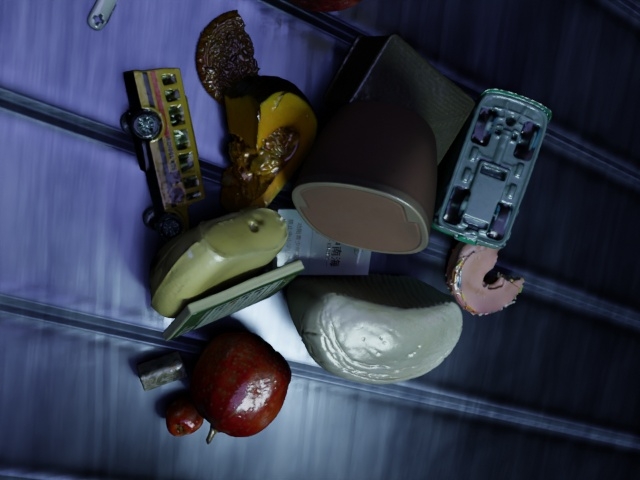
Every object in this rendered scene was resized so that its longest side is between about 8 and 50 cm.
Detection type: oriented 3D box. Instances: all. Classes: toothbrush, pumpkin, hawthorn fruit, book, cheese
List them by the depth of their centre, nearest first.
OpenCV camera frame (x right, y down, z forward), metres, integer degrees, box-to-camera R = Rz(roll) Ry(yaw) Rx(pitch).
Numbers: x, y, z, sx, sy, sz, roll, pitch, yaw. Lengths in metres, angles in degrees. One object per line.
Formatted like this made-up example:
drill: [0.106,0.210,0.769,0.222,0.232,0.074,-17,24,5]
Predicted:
toothbrush: [-0.332,-0.583,1.162,0.042,0.040,0.418,24,98,-41]
cheese: [-0.226,0.057,1.243,0.259,0.316,0.128,-8,69,-49]
pumpkin: [-0.135,-0.201,1.265,0.280,0.139,0.190,-51,136,-5]
book: [-0.180,0.125,1.290,0.264,0.202,0.027,-21,78,-34]
hawthorn fruit: [-0.185,0.323,1.363,0.215,0.215,0.250,36,76,-26]
hawthorn fruit: [-0.304,0.398,1.397,0.093,0.093,0.093,-6,106,-21]

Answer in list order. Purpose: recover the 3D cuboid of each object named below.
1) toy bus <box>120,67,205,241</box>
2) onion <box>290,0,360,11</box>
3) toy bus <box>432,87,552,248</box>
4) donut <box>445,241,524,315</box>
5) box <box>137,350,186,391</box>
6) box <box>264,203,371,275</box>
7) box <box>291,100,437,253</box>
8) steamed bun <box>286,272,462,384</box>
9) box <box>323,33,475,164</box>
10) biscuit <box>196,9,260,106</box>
toy bus: [-0.306,-0.167,1.235,0.123,0.121,0.336,-17,109,-25]
onion: [0.004,-0.573,1.183,0.276,0.276,0.276,-6,106,-21]
toy bus: [0.382,-0.158,1.460,0.183,0.199,0.344,20,91,0]
donut: [0.410,0.085,1.611,0.199,0.085,0.233,-30,113,-13]
box: [-0.346,0.285,1.366,0.098,0.062,0.045,-17,114,-20]
box: [0.000,0.000,1.431,0.242,0.067,0.155,3,104,-23]
box: [0.105,-0.129,1.274,0.301,0.301,0.216,26,68,-26]
steamed bun: [0.113,0.211,1.432,0.383,0.247,0.236,3,100,-24]
box: [0.174,-0.309,1.379,0.273,0.143,0.184,30,91,-27]
biscuit: [-0.188,-0.355,1.282,0.126,0.025,0.206,-21,111,-16]
